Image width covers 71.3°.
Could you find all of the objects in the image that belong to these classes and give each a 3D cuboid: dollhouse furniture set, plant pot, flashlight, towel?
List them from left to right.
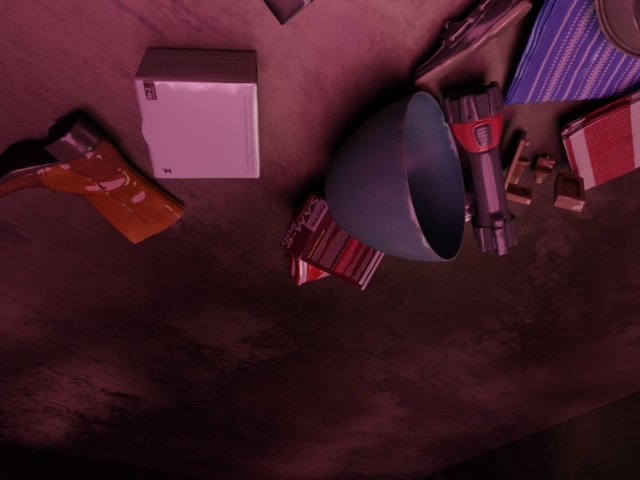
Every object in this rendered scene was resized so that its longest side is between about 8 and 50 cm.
[{"bbox_3d":[0.124,-0.099,0.815,0.195,0.290,0.290,-7,141,34],"label":"plant pot"},{"bbox_3d":[0.303,-0.130,0.833,0.103,0.103,0.304,-33,117,-28],"label":"flashlight"},{"bbox_3d":[0.455,-0.148,0.878,0.151,0.144,0.123,18,128,17],"label":"dollhouse furniture set"},{"bbox_3d":[0.501,-0.331,0.746,0.336,0.040,0.243,-4,146,-3],"label":"towel"},{"bbox_3d":[0.656,-0.229,0.875,0.329,0.037,0.237,-27,142,24],"label":"towel"}]

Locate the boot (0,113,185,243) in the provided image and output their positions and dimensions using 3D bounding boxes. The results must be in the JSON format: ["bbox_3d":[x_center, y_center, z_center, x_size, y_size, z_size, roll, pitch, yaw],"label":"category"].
[{"bbox_3d":[-0.456,-0.087,0.875,0.264,0.096,0.280,-28,140,9],"label":"boot"}]

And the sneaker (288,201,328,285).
[{"bbox_3d":[0.000,0.000,1.027,0.128,0.087,0.221,-10,135,-27],"label":"sneaker"}]

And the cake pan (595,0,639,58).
[{"bbox_3d":[0.534,-0.392,0.607,0.293,0.054,0.293,-4,127,-6],"label":"cake pan"}]

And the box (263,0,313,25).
[{"bbox_3d":[-0.058,-0.371,0.645,0.062,0.052,0.083,-28,133,21],"label":"box"}]

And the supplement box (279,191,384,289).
[{"bbox_3d":[0.038,0.008,0.950,0.239,0.073,0.130,31,89,-48],"label":"supplement box"}]

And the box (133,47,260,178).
[{"bbox_3d":[-0.192,-0.208,0.743,0.182,0.119,0.181,-1,135,-7],"label":"box"}]

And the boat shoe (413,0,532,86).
[{"bbox_3d":[0.233,-0.335,0.733,0.206,0.075,0.065,-32,88,29],"label":"boat shoe"}]

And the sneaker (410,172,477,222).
[{"bbox_3d":[0.249,-0.083,0.947,0.271,0.100,0.108,-27,126,18],"label":"sneaker"}]
